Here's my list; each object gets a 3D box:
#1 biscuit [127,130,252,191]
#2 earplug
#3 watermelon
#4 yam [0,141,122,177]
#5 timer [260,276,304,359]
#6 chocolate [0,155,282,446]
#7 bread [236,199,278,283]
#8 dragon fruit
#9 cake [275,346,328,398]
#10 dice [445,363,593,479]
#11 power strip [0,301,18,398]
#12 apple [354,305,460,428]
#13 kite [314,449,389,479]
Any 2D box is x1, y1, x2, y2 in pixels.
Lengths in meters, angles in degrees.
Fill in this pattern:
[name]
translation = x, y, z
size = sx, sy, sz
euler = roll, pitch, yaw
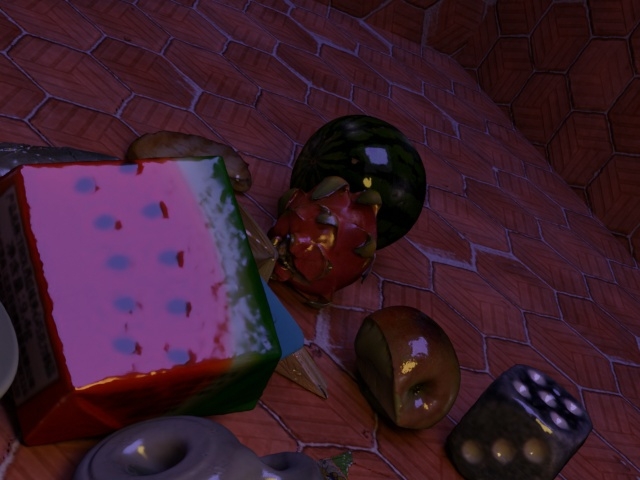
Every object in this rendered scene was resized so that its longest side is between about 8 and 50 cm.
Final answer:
[biscuit]
translation = -0.267, -0.163, 2.162
size = 0.299, 0.045, 0.154
euler = 5, 38, -45
[earplug]
translation = -0.140, 0.320, 1.317
size = 0.326, 0.175, 0.214
euler = 19, 22, -10
[watermelon]
translation = 0.078, -0.116, 2.210
size = 0.285, 0.285, 0.285
euler = 27, 25, -14
[yam]
translation = -0.428, -0.042, 1.583
size = 0.201, 0.202, 0.271
euler = 13, 8, 41
[timer]
translation = -0.162, 0.097, 1.643
size = 0.232, 0.091, 0.250
euler = -25, 84, -55
[chocolate]
translation = -0.246, 0.062, 1.425
size = 0.341, 0.161, 0.360
euler = -6, 69, -35
[bread]
translation = -0.186, 0.002, 1.886
size = 0.192, 0.109, 0.210
euler = 13, 32, -50
[dragon fruit]
translation = 0.004, -0.001, 1.999
size = 0.224, 0.224, 0.227
euler = 32, 31, -5
[cake]
translation = -0.034, 0.215, 1.781
size = 0.121, 0.065, 0.052
euler = 51, 19, -20
[dice]
translation = 0.339, 0.333, 1.837
size = 0.183, 0.182, 0.181
euler = 41, 26, 18
[power strip]
translation = -0.520, 0.115, 1.163
size = 0.357, 0.161, 0.357
euler = 35, 20, -15
[apple]
translation = 0.151, 0.215, 1.834
size = 0.188, 0.174, 0.207
euler = 36, -28, 53
[kite]
translation = 0.067, 0.385, 1.621
size = 0.244, 0.006, 0.198
euler = 25, 26, -18
